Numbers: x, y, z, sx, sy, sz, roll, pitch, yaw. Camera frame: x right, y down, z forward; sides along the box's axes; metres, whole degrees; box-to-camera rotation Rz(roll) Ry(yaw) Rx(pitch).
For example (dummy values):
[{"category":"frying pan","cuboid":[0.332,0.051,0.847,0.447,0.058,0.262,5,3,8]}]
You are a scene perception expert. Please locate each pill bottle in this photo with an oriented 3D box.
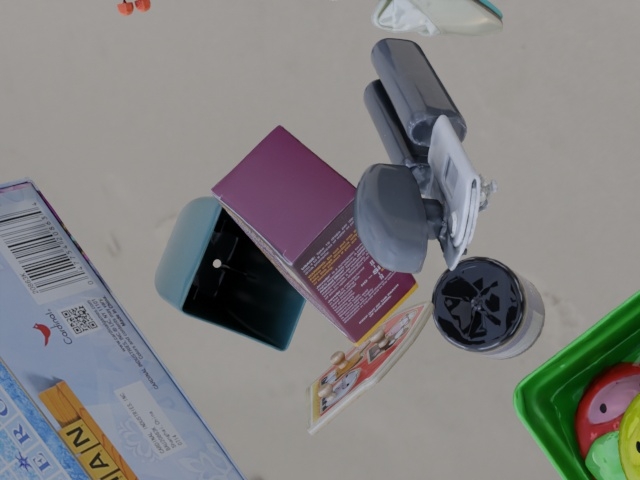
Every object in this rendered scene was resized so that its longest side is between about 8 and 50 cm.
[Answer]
[{"category":"pill bottle","cuboid":[0.229,0.094,1.715,0.123,0.219,0.122,-3,81,19]}]

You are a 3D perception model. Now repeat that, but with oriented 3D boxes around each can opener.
[{"category":"can opener","cuboid":[0.065,-0.074,0.958,0.093,0.280,0.074,7,120,-9]}]

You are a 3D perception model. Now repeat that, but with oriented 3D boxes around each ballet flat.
[{"category":"ballet flat","cuboid":[0.050,-0.238,1.180,0.248,0.086,0.086,34,134,-10]}]

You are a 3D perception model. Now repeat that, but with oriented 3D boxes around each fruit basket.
[{"category":"fruit basket","cuboid":[0.404,0.184,1.420,0.283,0.392,0.392,56,135,19]}]

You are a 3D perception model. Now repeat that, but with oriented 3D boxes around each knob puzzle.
[{"category":"knob puzzle","cuboid":[0.052,0.130,1.508,0.030,0.213,0.213,48,134,-7]}]

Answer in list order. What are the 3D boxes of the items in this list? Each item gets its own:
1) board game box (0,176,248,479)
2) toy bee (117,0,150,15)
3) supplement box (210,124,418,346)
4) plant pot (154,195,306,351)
[{"category":"board game box","cuboid":[-0.153,0.141,0.454,0.318,0.318,0.066,52,129,17]},{"category":"toy bee","cuboid":[-0.280,-0.382,1.708,0.298,0.195,0.162,-122,27,-64]},{"category":"supplement box","cuboid":[0.000,0.000,1.082,0.104,0.081,0.188,42,174,30]},{"category":"plant pot","cuboid":[-0.133,0.032,1.815,0.234,0.166,0.165,15,83,64]}]
